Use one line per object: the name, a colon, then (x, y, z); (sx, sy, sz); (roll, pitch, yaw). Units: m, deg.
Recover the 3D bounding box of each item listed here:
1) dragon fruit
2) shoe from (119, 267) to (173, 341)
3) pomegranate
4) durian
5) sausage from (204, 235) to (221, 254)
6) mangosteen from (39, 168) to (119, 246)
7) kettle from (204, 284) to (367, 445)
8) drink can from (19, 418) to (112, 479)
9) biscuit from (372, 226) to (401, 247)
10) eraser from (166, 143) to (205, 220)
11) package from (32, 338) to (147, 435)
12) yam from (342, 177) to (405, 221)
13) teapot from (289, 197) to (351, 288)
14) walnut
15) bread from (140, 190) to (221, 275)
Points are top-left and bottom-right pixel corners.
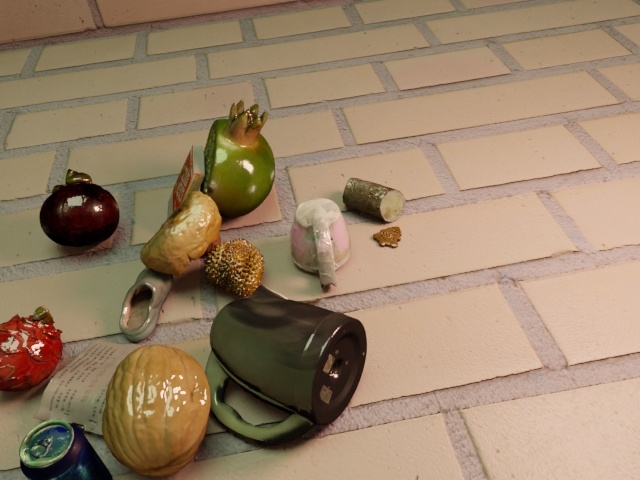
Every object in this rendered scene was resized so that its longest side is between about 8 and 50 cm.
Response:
dragon fruit: (-0.685, 0.256, 1.395); (0.172, 0.172, 0.209); (26, 59, 31)
shoe: (-0.446, 0.136, 1.551); (0.103, 0.100, 0.251); (-2, 44, 5)
pomegranate: (-0.225, -0.230, 1.778); (0.216, 0.358, 0.309); (18, 37, -20)
durian: (-0.224, 0.068, 1.579); (0.158, 0.137, 0.168); (17, 51, -5)
sausage: (-0.369, 0.003, 1.721); (0.170, 0.065, 0.065); (7, 43, 14)
mangosteen: (-0.682, -0.086, 1.741); (0.216, 0.216, 0.216); (-3, 41, 3)
kettle: (-0.108, 0.268, 1.304); (0.324, 0.228, 0.320); (15, 77, 29)
drink can: (-0.474, 0.429, 1.141); (0.118, 0.204, 0.118); (-4, 41, 3)
biscuit: (0.195, -0.013, 1.703); (0.082, 0.016, 0.092); (27, 53, 33)
eraser: (-0.395, -0.148, 1.781); (0.038, 0.230, 0.157); (15, 35, -25)
package: (-0.493, 0.317, 1.382); (0.204, 0.062, 0.250); (8, 39, 14)
yam: (0.143, -0.124, 1.775); (0.183, 0.107, 0.107); (21, 48, 32)
teapot: (-0.013, -0.003, 1.594); (0.163, 0.178, 0.221); (8, 44, 17)
walnut: (-0.323, 0.331, 1.218); (0.225, 0.225, 0.260); (-6, 55, 0)
bread: (-0.349, -0.012, 1.582); (0.244, 0.134, 0.244); (-43, 14, 13)
